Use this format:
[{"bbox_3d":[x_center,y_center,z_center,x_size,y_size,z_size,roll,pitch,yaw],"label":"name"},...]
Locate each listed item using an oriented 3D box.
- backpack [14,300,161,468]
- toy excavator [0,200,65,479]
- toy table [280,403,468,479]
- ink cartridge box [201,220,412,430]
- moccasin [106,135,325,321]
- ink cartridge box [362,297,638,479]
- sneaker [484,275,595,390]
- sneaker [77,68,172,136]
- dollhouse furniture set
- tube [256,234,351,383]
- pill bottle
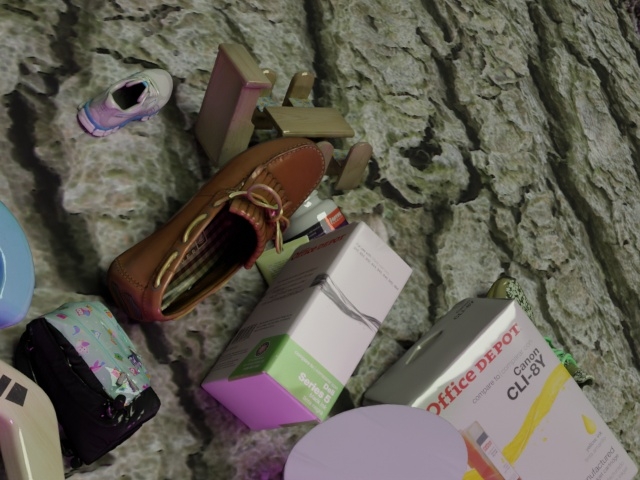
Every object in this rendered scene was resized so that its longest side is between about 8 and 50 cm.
[{"bbox_3d":[-0.286,0.164,1.249,0.182,0.152,0.115,54,33,8],"label":"backpack"},{"bbox_3d":[-0.399,0.110,1.110,0.445,0.222,0.433,37,47,-41],"label":"toy excavator"},{"bbox_3d":[0.059,0.352,1.433,0.274,0.161,0.252,-1,50,-21],"label":"toy table"},{"bbox_3d":[-0.018,0.123,1.447,0.115,0.198,0.273,43,60,-15],"label":"ink cartridge box"},{"bbox_3d":[-0.120,-0.021,1.428,0.380,0.147,0.139,-37,127,-35],"label":"moccasin"},{"bbox_3d":[0.296,0.323,1.687,0.279,0.160,0.385,-42,102,-20],"label":"ink cartridge box"},{"bbox_3d":[0.437,0.252,1.941,0.158,0.182,0.410,2,68,-47],"label":"sneaker"},{"bbox_3d":[-0.267,-0.214,1.510,0.071,0.083,0.191,54,39,-8],"label":"sneaker"},{"bbox_3d":[-0.054,-0.206,1.612,0.242,0.161,0.212,-3,42,-34],"label":"dollhouse furniture set"},{"bbox_3d":[-0.020,0.118,1.603,0.070,0.062,0.240,-19,86,-34],"label":"tube"},{"bbox_3d":[0.000,0.000,1.661,0.193,0.108,0.108,58,40,-7],"label":"pill bottle"}]
